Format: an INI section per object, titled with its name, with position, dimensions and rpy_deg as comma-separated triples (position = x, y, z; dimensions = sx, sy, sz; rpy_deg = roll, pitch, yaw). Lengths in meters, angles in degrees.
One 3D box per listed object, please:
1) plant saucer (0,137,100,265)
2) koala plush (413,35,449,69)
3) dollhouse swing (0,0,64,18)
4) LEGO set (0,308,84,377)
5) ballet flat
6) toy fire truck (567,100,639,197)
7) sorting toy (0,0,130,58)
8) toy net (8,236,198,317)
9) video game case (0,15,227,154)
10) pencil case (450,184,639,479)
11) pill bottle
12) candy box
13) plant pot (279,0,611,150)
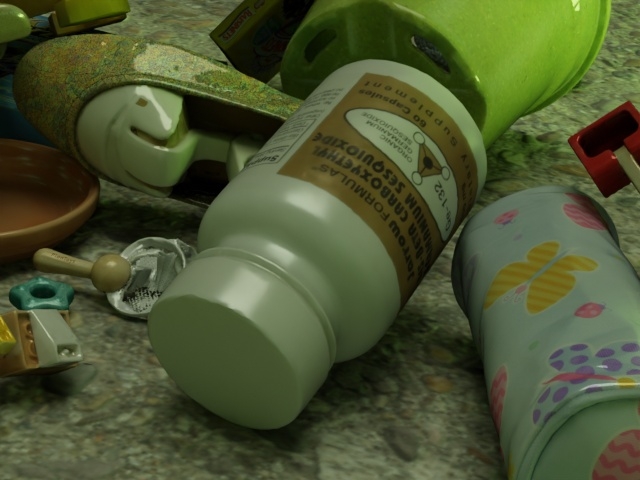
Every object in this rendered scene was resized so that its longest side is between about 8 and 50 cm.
[plant saucer]
position = -0.266, -0.028, 0.941
dimensions = 0.200, 0.037, 0.200
rpy_deg = 4, 24, -2
[koala plush]
position = 0.229, -0.297, 1.414
dimensions = 0.196, 0.221, 0.203
rpy_deg = -3, 26, -18
[dollhouse swing]
position = -0.180, -0.350, 1.125
dimensions = 0.346, 0.315, 0.305
rpy_deg = -12, 29, 19
[LEGO set]
position = -0.231, 0.098, 0.640
dimensions = 0.132, 0.107, 0.287
rpy_deg = 40, 19, -8
[ballet flat]
position = -0.072, -0.064, 0.935
dimensions = 0.348, 0.123, 0.123
rpy_deg = 17, 24, -1
[toy fire truck]
position = 0.229, 0.019, 0.766
dimensions = 0.047, 0.135, 0.192
rpy_deg = -33, 51, 10
[sorting toy]
position = -0.287, -0.138, 0.967
dimensions = 0.307, 0.041, 0.229
rpy_deg = -18, 8, -16
[toy net]
position = -0.165, 0.027, 0.820
dimensions = 0.232, 0.045, 0.122
rpy_deg = -3, 31, -23
[video game case]
position = -0.264, -0.145, 1.174
dimensions = 0.269, 0.061, 0.244
rpy_deg = 17, 26, 26
[pencil case]
position = 0.145, 0.069, 0.718
dimensions = 0.113, 0.124, 0.273
rpy_deg = -23, 21, 9
[pill bottle]
position = 0.000, 0.000, 0.769
dimensions = 0.131, 0.131, 0.229
rpy_deg = 17, 46, 24
[candy box]
position = -0.046, -0.203, 1.205
dimensions = 0.027, 0.105, 0.206
rpy_deg = 49, 2, 6
[plant pot]
position = 0.093, -0.173, 1.109
dimensions = 0.276, 0.276, 0.254
rpy_deg = 14, 38, 18
